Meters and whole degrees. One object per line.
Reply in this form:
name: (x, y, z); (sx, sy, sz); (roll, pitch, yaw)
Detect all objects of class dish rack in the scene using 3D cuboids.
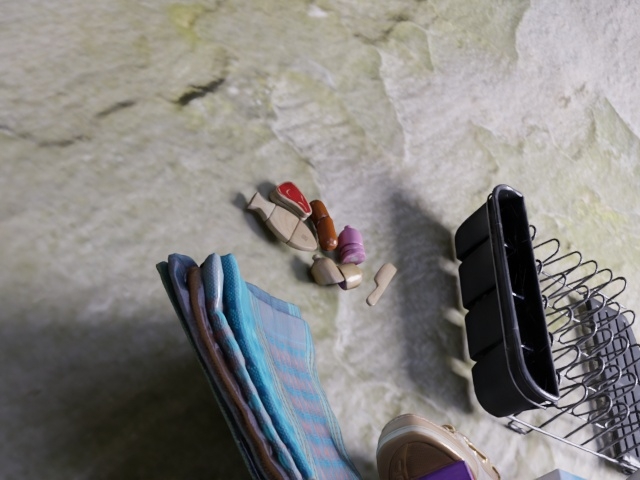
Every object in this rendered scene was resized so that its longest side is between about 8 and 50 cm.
dish rack: (0.228, 0.092, 1.048); (0.272, 0.074, 0.208); (26, 46, -33)

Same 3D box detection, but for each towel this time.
towel: (0.029, 0.188, 0.665); (0.370, 0.040, 0.271); (64, 2, 13)

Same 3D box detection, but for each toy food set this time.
toy food set: (0.000, 0.000, 0.914); (0.122, 0.019, 0.078); (43, 37, -3)

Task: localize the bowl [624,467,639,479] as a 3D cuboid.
bowl: (0.333, 0.237, 0.830); (0.298, 0.134, 0.298); (20, 28, -11)

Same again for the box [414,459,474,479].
box: (0.127, 0.287, 0.679); (0.201, 0.057, 0.293); (-47, 112, -87)

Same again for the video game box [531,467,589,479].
video game box: (0.247, 0.299, 0.930); (0.187, 0.048, 0.205); (26, 45, -35)

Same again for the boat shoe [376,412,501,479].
boat shoe: (0.085, 0.161, 0.834); (0.170, 0.063, 0.059); (50, 19, -43)
